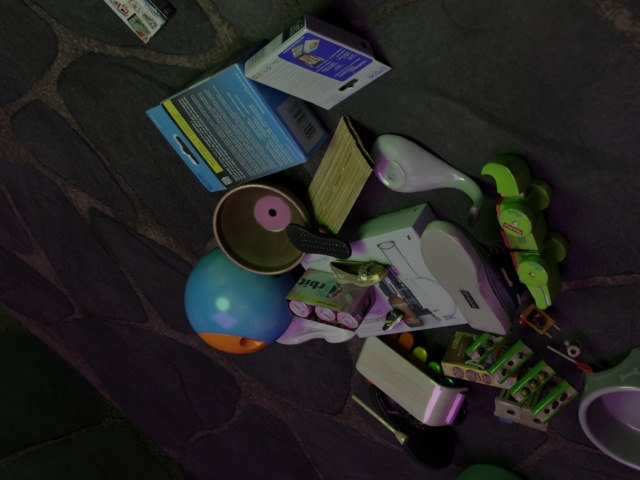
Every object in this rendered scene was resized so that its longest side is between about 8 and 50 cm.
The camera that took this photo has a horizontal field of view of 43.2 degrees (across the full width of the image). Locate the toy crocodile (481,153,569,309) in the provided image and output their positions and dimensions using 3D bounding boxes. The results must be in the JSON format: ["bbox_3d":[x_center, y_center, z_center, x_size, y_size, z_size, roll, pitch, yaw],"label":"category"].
[{"bbox_3d":[0.403,-0.013,1.586,0.105,0.115,0.340,4,131,41],"label":"toy crocodile"}]

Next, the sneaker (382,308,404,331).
[{"bbox_3d":[0.165,0.185,1.897,0.035,0.031,0.083,47,139,5],"label":"sneaker"}]

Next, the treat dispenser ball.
[{"bbox_3d":[-0.204,0.145,2.073,0.288,0.288,0.288,21,141,18],"label":"treat dispenser ball"}]

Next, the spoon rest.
[{"bbox_3d":[0.217,-0.126,1.648,0.276,0.084,0.137,33,144,25],"label":"spoon rest"}]

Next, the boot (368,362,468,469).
[{"bbox_3d":[0.312,0.483,2.176,0.348,0.131,0.260,49,141,-17],"label":"boot"}]

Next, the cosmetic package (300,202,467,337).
[{"bbox_3d":[0.163,0.082,1.887,0.377,0.097,0.284,-16,117,46],"label":"cosmetic package"}]

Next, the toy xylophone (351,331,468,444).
[{"bbox_3d":[0.201,0.357,2.036,0.323,0.081,0.236,44,122,28],"label":"toy xylophone"}]

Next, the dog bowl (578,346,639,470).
[{"bbox_3d":[0.734,0.388,1.778,0.349,0.102,0.348,20,141,17],"label":"dog bowl"}]

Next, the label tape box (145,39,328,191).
[{"bbox_3d":[-0.188,-0.258,1.771,0.348,0.115,0.249,-12,122,47],"label":"label tape box"}]

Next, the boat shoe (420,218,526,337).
[{"bbox_3d":[0.320,0.038,1.641,0.127,0.158,0.340,10,146,40],"label":"boat shoe"}]

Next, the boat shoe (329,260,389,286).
[{"bbox_3d":[0.084,0.068,1.812,0.153,0.056,0.048,2,131,48],"label":"boat shoe"}]

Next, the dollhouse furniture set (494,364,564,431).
[{"bbox_3d":[0.500,0.409,1.953,0.129,0.129,0.183,16,138,24],"label":"dollhouse furniture set"}]

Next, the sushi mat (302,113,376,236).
[{"bbox_3d":[0.033,-0.118,1.763,0.151,0.019,0.316,64,150,24],"label":"sushi mat"}]

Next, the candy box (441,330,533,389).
[{"bbox_3d":[0.394,0.283,1.915,0.187,0.109,0.053,6,135,32],"label":"candy box"}]

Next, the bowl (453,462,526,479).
[{"bbox_3d":[0.494,0.753,2.304,0.312,0.163,0.311,21,141,19],"label":"bowl"}]

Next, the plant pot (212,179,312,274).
[{"bbox_3d":[-0.127,-0.045,1.924,0.238,0.109,0.237,6,117,11],"label":"plant pot"}]

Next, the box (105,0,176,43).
[{"bbox_3d":[-0.410,-0.526,1.707,0.207,0.036,0.114,47,141,-15],"label":"box"}]

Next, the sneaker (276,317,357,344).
[{"bbox_3d":[-0.029,0.196,2.166,0.305,0.114,0.152,-9,111,38],"label":"sneaker"}]

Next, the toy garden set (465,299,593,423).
[{"bbox_3d":[0.478,0.263,1.777,0.244,0.049,0.204,42,107,-1],"label":"toy garden set"}]

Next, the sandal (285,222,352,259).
[{"bbox_3d":[0.000,0.000,1.816,0.179,0.040,0.067,16,130,31],"label":"sandal"}]

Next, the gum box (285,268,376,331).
[{"bbox_3d":[0.029,0.139,1.883,0.189,0.107,0.062,11,136,30],"label":"gum box"}]

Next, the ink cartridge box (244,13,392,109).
[{"bbox_3d":[-0.005,-0.339,1.561,0.208,0.045,0.206,17,154,-34],"label":"ink cartridge box"}]
